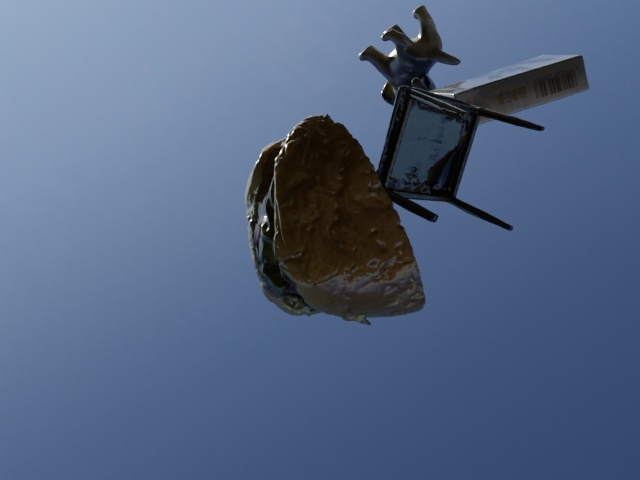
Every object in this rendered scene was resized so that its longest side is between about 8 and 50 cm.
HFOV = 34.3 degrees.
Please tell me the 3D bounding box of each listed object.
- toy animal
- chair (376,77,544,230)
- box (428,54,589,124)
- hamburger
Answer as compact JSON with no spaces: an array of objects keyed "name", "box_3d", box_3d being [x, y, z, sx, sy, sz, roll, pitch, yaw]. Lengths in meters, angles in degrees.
[{"name":"toy animal","box_3d":[0.178,-0.357,2.063,0.121,0.233,0.168,-42,-95,-21]},{"name":"chair","box_3d":[0.169,-0.137,1.570,0.166,0.188,0.272,6,-165,-33]},{"name":"box","box_3d":[0.309,-0.251,1.738,0.233,0.067,0.149,-18,-169,-10]},{"name":"hamburger","box_3d":[-0.003,0.001,1.500,0.209,0.330,0.162,-31,-176,-20]}]
